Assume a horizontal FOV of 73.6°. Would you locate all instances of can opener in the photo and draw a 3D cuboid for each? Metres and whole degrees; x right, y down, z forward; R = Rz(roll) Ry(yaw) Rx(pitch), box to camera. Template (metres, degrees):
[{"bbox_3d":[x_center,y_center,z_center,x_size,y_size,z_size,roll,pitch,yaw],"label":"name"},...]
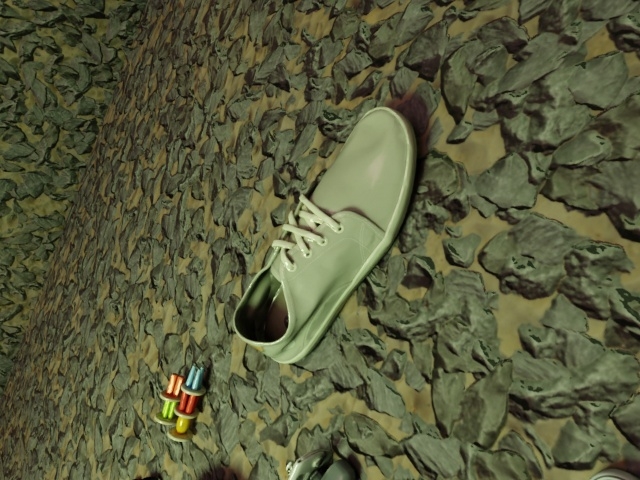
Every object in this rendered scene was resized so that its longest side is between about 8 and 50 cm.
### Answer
[{"bbox_3d":[-0.047,0.428,0.621,0.093,0.074,0.280,35,104,44],"label":"can opener"}]

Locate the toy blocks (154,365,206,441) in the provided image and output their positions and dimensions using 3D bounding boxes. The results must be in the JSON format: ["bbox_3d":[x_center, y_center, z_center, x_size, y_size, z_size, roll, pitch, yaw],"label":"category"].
[{"bbox_3d":[-0.295,0.328,0.914,0.123,0.054,0.148,16,90,46],"label":"toy blocks"}]

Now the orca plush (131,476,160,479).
[{"bbox_3d":[-0.465,0.633,0.961,0.287,0.102,0.151,-42,52,29],"label":"orca plush"}]

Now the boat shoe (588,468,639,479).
[{"bbox_3d":[0.235,0.318,0.368,0.080,0.076,0.229,18,92,46],"label":"boat shoe"}]

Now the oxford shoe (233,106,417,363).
[{"bbox_3d":[0.000,0.000,0.661,0.169,0.130,0.449,42,107,45],"label":"oxford shoe"}]
